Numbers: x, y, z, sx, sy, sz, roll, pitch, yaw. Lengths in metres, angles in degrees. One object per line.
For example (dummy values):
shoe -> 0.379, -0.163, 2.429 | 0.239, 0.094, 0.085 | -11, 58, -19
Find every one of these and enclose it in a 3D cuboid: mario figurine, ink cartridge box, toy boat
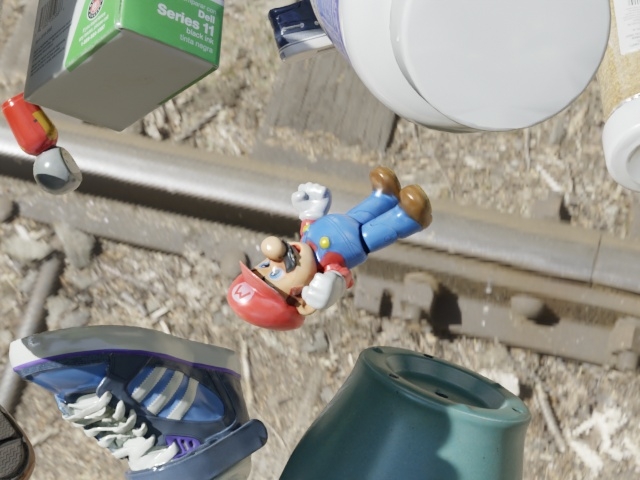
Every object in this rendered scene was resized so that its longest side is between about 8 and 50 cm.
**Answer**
mario figurine -> 0.000, 0.000, 1.694 | 0.321, 0.198, 0.170 | -36, 91, -15
ink cartridge box -> -0.140, -0.207, 0.881 | 0.087, 0.153, 0.208 | 17, 66, -34
toy boat -> -0.456, -0.075, 1.531 | 0.318, 0.267, 0.148 | -36, 99, -41

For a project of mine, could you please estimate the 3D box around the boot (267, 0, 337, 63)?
boot -> 0.016, -0.340, 1.831 | 0.190, 0.069, 0.086 | -16, 83, -18

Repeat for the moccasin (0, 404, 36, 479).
moccasin -> -0.531, 0.244, 1.507 | 0.380, 0.147, 0.139 | 12, 48, 15

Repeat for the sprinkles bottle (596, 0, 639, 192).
sprinkles bottle -> 0.394, -0.219, 1.441 | 0.121, 0.121, 0.355 | -1, 48, 7

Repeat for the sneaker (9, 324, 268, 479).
sneaker -> -0.205, 0.232, 1.351 | 0.130, 0.323, 0.236 | -20, 66, 39

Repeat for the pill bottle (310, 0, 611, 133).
pill bottle -> 0.080, -0.152, 0.730 | 0.152, 0.152, 0.272 | -17, 21, -1

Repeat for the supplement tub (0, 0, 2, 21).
supplement tub -> -0.374, -0.100, 0.788 | 0.241, 0.241, 0.331 | 2, 47, 9

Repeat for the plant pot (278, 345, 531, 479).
plant pot -> 0.084, 0.254, 1.194 | 0.272, 0.272, 0.255 | 21, 100, 18
